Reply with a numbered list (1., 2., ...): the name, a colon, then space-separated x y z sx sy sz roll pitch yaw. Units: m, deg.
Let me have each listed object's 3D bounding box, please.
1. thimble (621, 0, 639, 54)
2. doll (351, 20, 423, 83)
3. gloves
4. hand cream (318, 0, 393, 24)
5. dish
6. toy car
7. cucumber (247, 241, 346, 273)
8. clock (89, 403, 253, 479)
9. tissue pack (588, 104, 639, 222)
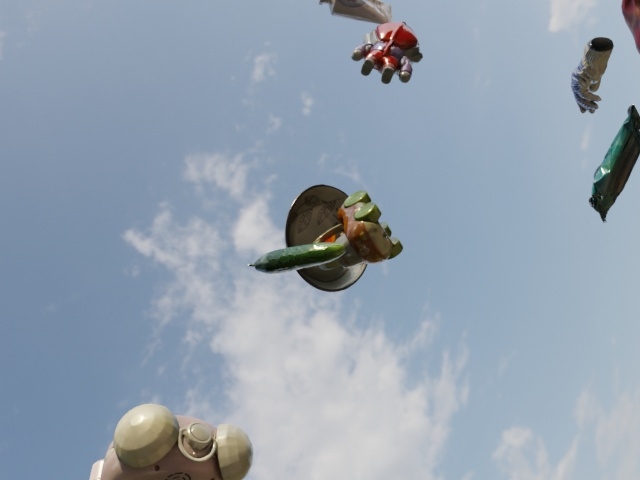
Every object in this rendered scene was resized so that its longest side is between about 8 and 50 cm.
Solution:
1. thimble: 0.549 -0.336 0.588 0.231 0.350 0.350 -16 -68 -12
2. doll: 0.113 -0.303 0.813 0.227 0.102 0.075 -66 -1 -53
3. gloves: 0.762 -0.459 1.443 0.119 0.097 0.229 -37 -45 -21
4. hand cream: 0.066 -0.429 0.930 0.053 0.142 0.084 111 166 -49
5. dish: 0.000 0.000 1.494 0.316 0.106 0.316 11 -108 -36
6. toy car: 0.075 0.000 1.315 0.235 0.235 0.145 -48 -66 -29
7. cucumber: -0.061 0.041 1.124 0.056 0.250 0.056 36 -132 -53
8. clock: -0.367 0.552 1.237 0.342 0.184 0.326 25 -67 -32
9. tissue pack: 0.393 -0.100 0.678 0.085 0.028 0.138 26 -87 -44
